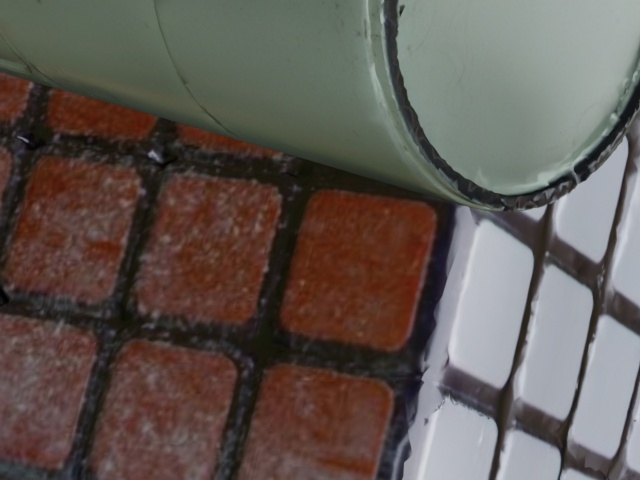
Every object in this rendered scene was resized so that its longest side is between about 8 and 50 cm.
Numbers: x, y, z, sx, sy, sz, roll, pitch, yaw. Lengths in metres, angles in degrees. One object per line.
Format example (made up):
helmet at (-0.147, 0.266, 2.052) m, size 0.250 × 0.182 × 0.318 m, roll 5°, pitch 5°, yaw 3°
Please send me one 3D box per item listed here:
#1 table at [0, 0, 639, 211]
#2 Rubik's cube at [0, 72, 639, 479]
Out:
table at (-0.023, -0.091, 0.543) m, size 0.126 × 0.220 × 0.126 m, roll -19°, pitch 116°, yaw -43°
Rubik's cube at (0.000, 0.000, 1.061) m, size 0.337 × 0.344 × 0.344 m, roll 28°, pitch 75°, yaw -59°
